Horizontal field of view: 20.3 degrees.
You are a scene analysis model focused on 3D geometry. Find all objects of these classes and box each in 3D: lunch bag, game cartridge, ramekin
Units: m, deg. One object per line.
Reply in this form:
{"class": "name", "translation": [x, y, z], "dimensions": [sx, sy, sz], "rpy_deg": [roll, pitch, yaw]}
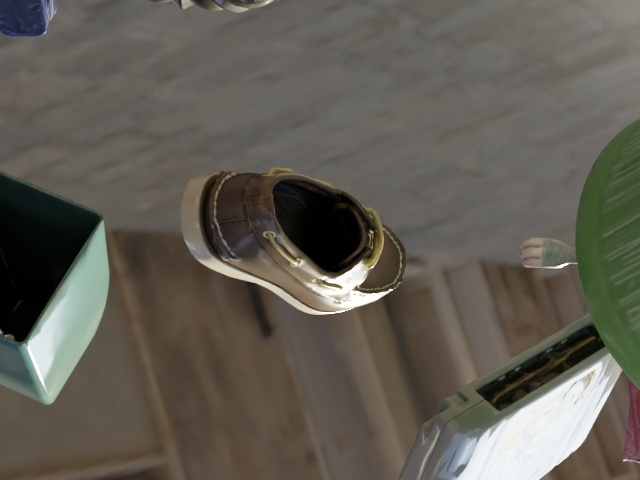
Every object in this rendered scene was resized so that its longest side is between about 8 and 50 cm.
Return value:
{"class": "lunch bag", "translation": [-0.375, -0.313, 2.257], "dimensions": [0.067, 0.098, 0.065], "rpy_deg": [3, -143, 7]}
{"class": "game cartridge", "translation": [0.189, 0.186, 1.748], "dimensions": [0.297, 0.062, 0.198], "rpy_deg": [-25, 142, -40]}
{"class": "ramekin", "translation": [0.371, 0.002, 1.423], "dimensions": [0.303, 0.303, 0.148], "rpy_deg": [-13, 166, -26]}

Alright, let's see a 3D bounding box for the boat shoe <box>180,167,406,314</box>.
{"class": "boat shoe", "translation": [0.000, 0.000, 1.705], "dimensions": [0.096, 0.117, 0.324], "rpy_deg": [-8, 164, 33]}

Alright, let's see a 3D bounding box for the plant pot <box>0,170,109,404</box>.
{"class": "plant pot", "translation": [-0.323, 0.065, 1.892], "dimensions": [0.165, 0.166, 0.234], "rpy_deg": [22, 154, 14]}

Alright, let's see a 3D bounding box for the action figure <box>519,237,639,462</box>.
{"class": "action figure", "translation": [0.382, 0.057, 1.769], "dimensions": [0.248, 0.370, 0.275], "rpy_deg": [-9, 180, -36]}

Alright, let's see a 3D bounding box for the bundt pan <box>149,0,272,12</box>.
{"class": "bundt pan", "translation": [-0.178, -0.378, 2.304], "dimensions": [0.331, 0.124, 0.331], "rpy_deg": [8, 176, 1]}
